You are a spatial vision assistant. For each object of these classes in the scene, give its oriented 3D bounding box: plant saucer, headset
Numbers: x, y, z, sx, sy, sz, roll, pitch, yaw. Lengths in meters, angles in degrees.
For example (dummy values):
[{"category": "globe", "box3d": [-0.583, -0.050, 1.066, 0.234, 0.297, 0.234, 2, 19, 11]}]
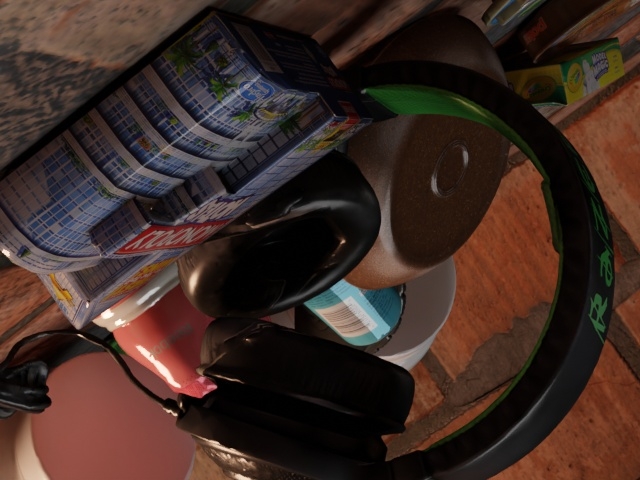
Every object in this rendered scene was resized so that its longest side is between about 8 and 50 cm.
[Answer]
[{"category": "plant saucer", "box3d": [0.076, -0.053, 1.031, 0.198, 0.036, 0.199, -31, 133, -41]}, {"category": "headset", "box3d": [-0.038, 0.035, 0.854, 0.394, 0.243, 0.185, -19, 157, 24]}]

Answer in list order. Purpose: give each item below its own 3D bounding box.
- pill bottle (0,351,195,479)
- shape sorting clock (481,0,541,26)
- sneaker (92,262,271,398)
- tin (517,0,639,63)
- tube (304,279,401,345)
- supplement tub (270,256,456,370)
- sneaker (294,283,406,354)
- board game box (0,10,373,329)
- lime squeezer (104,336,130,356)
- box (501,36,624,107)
[{"category": "pill bottle", "box3d": [-0.242, 0.222, 1.325, 0.188, 0.188, 0.334, -31, 173, -40]}, {"category": "shape sorting clock", "box3d": [0.193, -0.207, 1.018, 0.206, 0.040, 0.206, -35, 175, -3]}, {"category": "sneaker", "box3d": [-0.088, 0.067, 1.173, 0.116, 0.136, 0.314, -36, 176, 10]}, {"category": "tin", "box3d": [0.254, -0.220, 1.353, 0.189, 0.040, 0.106, -32, 178, -28]}, {"category": "tube", "box3d": [-0.013, 0.002, 1.038, 0.080, 0.052, 0.207, -39, 135, 3]}, {"category": "supplement tub", "box3d": [0.009, 0.067, 1.517, 0.191, 0.191, 0.272, -33, 175, -23]}, {"category": "sneaker", "box3d": [0.000, 0.000, 1.157, 0.130, 0.109, 0.286, -21, 142, -28]}, {"category": "board game box", "box3d": [-0.083, -0.026, 0.755, 0.194, 0.060, 0.194, -37, 175, 13]}, {"category": "lime squeezer", "box3d": [-0.153, 0.112, 1.446, 0.059, 0.110, 0.310, -51, -149, -18]}, {"category": "box", "box3d": [0.204, -0.150, 1.421, 0.105, 0.043, 0.179, -6, -165, 32]}]
